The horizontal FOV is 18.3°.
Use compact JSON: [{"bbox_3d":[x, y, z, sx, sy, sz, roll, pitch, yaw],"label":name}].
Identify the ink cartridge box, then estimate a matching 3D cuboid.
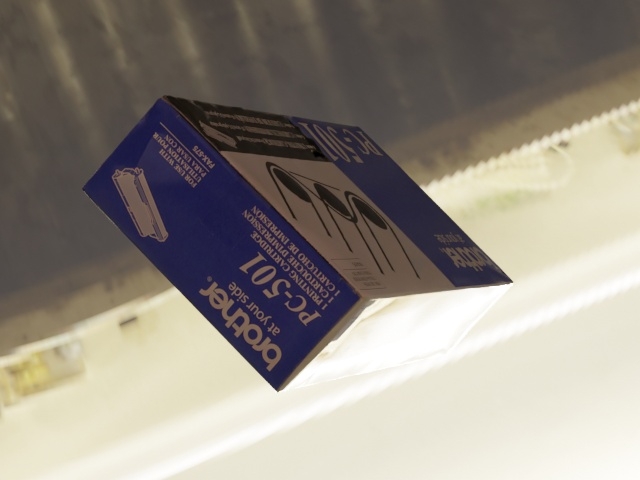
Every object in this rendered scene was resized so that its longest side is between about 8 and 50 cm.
[{"bbox_3d":[0.000,0.000,0.730,0.097,0.207,0.046,45,-77,14],"label":"ink cartridge box"}]
